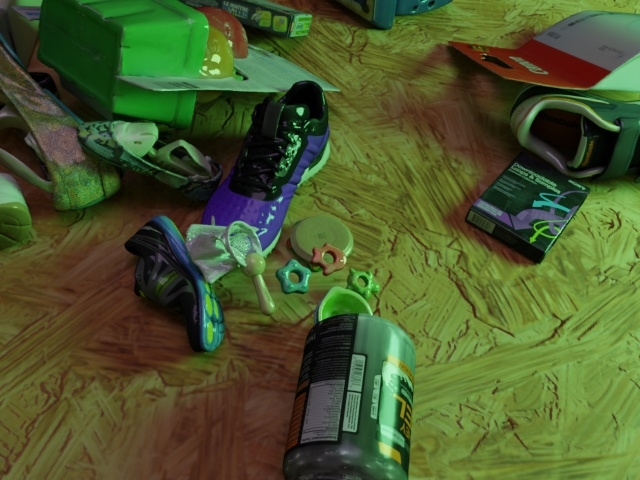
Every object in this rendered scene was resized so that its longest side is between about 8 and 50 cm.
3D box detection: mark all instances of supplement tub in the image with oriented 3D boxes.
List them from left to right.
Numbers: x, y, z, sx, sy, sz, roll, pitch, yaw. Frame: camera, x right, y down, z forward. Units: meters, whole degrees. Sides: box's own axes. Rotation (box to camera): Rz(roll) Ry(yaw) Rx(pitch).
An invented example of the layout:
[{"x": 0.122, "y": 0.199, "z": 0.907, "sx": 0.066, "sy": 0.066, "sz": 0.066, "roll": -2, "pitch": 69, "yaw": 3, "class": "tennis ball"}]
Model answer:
[{"x": 0.029, "y": 0.176, "z": 0.640, "sx": 0.116, "sy": 0.117, "sz": 0.190, "roll": 10, "pitch": 50, "yaw": 1, "class": "supplement tub"}]

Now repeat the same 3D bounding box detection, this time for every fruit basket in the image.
[{"x": -0.196, "y": -0.262, "z": 0.956, "sx": 0.327, "sy": 0.166, "sz": 0.353, "roll": 34, "pitch": 25, "yaw": 29, "class": "fruit basket"}]

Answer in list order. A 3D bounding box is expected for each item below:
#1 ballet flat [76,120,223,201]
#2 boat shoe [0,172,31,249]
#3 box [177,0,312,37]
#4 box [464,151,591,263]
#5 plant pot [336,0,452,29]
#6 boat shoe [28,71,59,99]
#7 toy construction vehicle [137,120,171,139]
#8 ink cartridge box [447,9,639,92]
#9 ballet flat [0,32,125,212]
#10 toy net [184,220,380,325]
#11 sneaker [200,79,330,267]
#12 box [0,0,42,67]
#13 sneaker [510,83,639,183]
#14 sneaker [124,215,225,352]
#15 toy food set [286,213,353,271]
[{"x": -0.202, "y": -0.111, "z": 0.826, "sx": 0.188, "sy": 0.070, "sz": 0.070, "roll": 24, "pitch": 39, "yaw": -37, "class": "ballet flat"}, {"x": -0.482, "y": -0.026, "z": 0.758, "sx": 0.277, "sy": 0.098, "sz": 0.096, "roll": -9, "pitch": 51, "yaw": -27, "class": "boat shoe"}, {"x": -0.128, "y": -0.391, "z": 1.125, "sx": 0.206, "sy": 0.036, "sz": 0.114, "roll": 20, "pitch": 23, "yaw": 10, "class": "box"}, {"x": 0.290, "y": -0.051, "z": 0.929, "sx": 0.116, "sy": 0.029, "sz": 0.162, "roll": 33, "pitch": 52, "yaw": 19, "class": "box"}, {"x": 0.111, "y": -0.533, "z": 1.191, "sx": 0.212, "sy": 0.236, "sz": 0.236, "roll": -37, "pitch": 63, "yaw": -24, "class": "plant pot"}, {"x": -0.455, "y": -0.220, "z": 0.952, "sx": 0.152, "sy": 0.049, "sz": 0.056, "roll": -7, "pitch": 51, "yaw": -14, "class": "boat shoe"}, {"x": -0.247, "y": -0.184, "z": 0.962, "sx": 0.098, "sy": 0.035, "sz": 0.086, "roll": -6, "pitch": 51, "yaw": -13, "class": "toy construction vehicle"}, {"x": 0.429, "y": -0.312, "z": 1.060, "sx": 0.384, "sy": 0.091, "sz": 0.308, "roll": 3, "pitch": 25, "yaw": -7, "class": "ink cartridge box"}, {"x": -0.396, "y": -0.171, "z": 0.848, "sx": 0.348, "sy": 0.123, "sz": 0.123, "roll": 46, "pitch": 57, "yaw": 9, "class": "ballet flat"}, {"x": -0.038, "y": 0.029, "z": 0.754, "sx": 0.232, "sy": 0.045, "sz": 0.122, "roll": 31, "pitch": 62, "yaw": -9, "class": "toy net"}, {"x": -0.068, "y": -0.104, "z": 0.845, "sx": 0.102, "sy": 0.146, "sz": 0.293, "roll": 20, "pitch": 50, "yaw": 9, "class": "sneaker"}, {"x": -0.516, "y": -0.397, "z": 1.048, "sx": 0.147, "sy": 0.121, "sz": 0.311, "roll": 2, "pitch": 49, "yaw": -6, "class": "box"}, {"x": 0.432, "y": -0.141, "z": 0.962, "sx": 0.321, "sy": 0.126, "sz": 0.127, "roll": 13, "pitch": 38, "yaw": 15, "class": "sneaker"}, {"x": -0.167, "y": 0.055, "z": 0.760, "sx": 0.078, "sy": 0.067, "sz": 0.188, "roll": -32, "pitch": 60, "yaw": -6, "class": "sneaker"}, {"x": 0.000, "y": 0.000, "z": 0.849, "sx": 0.082, "sy": 0.020, "sz": 0.083, "roll": -21, "pitch": 56, "yaw": -24, "class": "toy food set"}]
